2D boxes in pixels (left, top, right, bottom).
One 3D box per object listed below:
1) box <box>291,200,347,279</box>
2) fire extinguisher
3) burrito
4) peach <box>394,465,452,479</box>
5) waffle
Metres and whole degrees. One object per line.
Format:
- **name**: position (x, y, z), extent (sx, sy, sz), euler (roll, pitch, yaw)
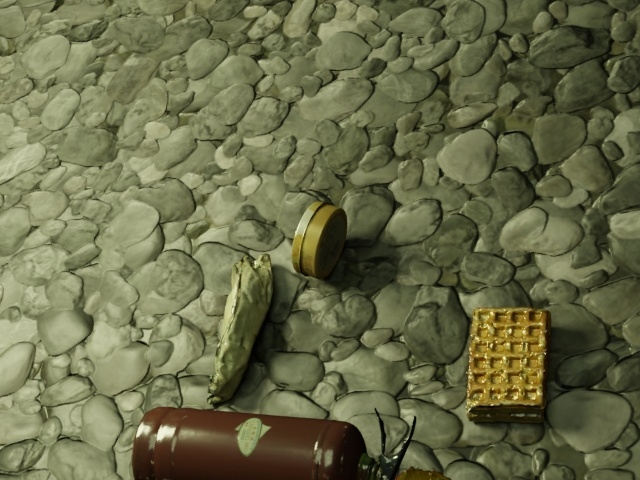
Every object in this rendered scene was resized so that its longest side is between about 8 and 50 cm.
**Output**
- **box**: position (0.000, 0.000, 1.711), extent (0.037, 0.105, 0.105), euler (17, 62, 20)
- **fire extinguisher**: position (-0.053, 0.259, 1.529), extent (0.337, 0.114, 0.135), euler (3, 88, 19)
- **burrito**: position (-0.109, 0.110, 1.696), extent (0.058, 0.063, 0.229), euler (-15, 48, 44)
- **peach**: position (0.116, 0.312, 1.469), extent (0.098, 0.061, 0.098), euler (19, 48, -23)
- **waffle**: position (0.233, 0.153, 1.564), extent (0.103, 0.042, 0.148), euler (-3, 55, 18)
